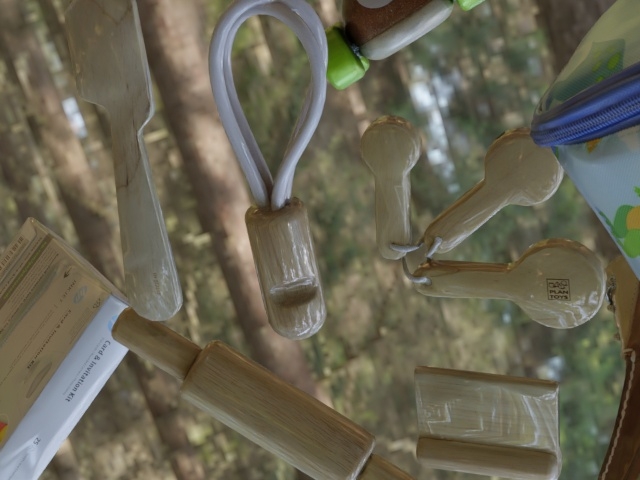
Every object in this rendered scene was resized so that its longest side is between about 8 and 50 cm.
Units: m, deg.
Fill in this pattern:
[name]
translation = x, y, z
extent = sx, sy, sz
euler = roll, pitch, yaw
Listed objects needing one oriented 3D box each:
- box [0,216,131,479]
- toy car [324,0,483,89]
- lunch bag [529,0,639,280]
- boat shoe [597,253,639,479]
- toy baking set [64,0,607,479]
[box]
translation = -0.200, 0.074, 1.176
extent = 0.145, 0.038, 0.186
euler = -55, -151, -2
[toy car]
translation = 0.033, -0.251, 1.490
extent = 0.155, 0.188, 0.149
euler = -32, -174, 9
[lunch bag]
translation = 0.177, -0.082, 0.495
extent = 0.219, 0.090, 0.176
euler = -42, -169, -27
[boat shoe]
translation = 0.271, 0.043, 1.262
extent = 0.120, 0.324, 0.122
euler = 25, -178, 33
[toy baking set]
translation = -0.001, 0.006, 0.705
extent = 0.256, 0.197, 0.030
euler = 28, -149, 5
